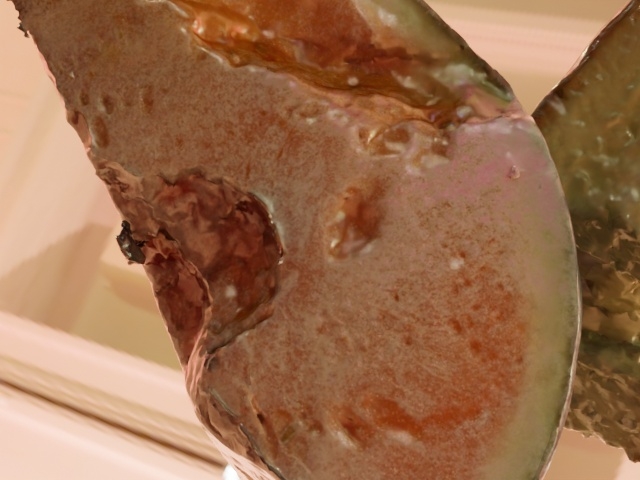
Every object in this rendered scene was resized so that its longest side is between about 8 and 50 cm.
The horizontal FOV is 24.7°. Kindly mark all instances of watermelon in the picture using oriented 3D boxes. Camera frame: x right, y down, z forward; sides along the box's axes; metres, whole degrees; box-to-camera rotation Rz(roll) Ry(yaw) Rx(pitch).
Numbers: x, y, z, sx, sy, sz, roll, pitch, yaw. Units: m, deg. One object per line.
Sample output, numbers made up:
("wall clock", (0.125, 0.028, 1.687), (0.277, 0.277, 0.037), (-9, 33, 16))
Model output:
("watermelon", (0.006, -0.003, 0.650), (0.175, 0.188, 0.322), (-24, -103, -3))

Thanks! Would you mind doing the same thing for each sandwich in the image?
("sandwich", (0.152, -0.023, 0.670), (0.122, 0.236, 0.128), (30, -138, 21))
